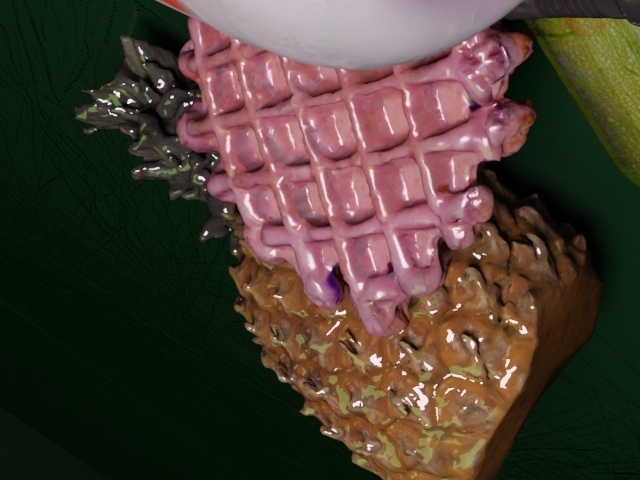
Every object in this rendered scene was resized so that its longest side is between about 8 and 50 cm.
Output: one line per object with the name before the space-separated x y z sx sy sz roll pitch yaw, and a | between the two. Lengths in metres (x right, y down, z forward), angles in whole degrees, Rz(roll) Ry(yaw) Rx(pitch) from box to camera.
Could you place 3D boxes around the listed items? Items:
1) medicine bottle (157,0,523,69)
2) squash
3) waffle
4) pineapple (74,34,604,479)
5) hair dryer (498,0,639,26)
medicine bottle | -0.062 -0.218 0.415 0.325 0.256 0.256 29 159 24
squash | 0.136 -0.101 0.669 0.066 0.066 0.229 5 146 45
waffle | 0.003 -0.075 0.742 0.234 0.055 0.221 46 131 27
pineapple | 0.000 0.000 0.898 0.362 0.202 0.202 35 159 18
hair dryer | 0.217 -0.085 0.513 0.304 0.120 0.359 12 178 -40
